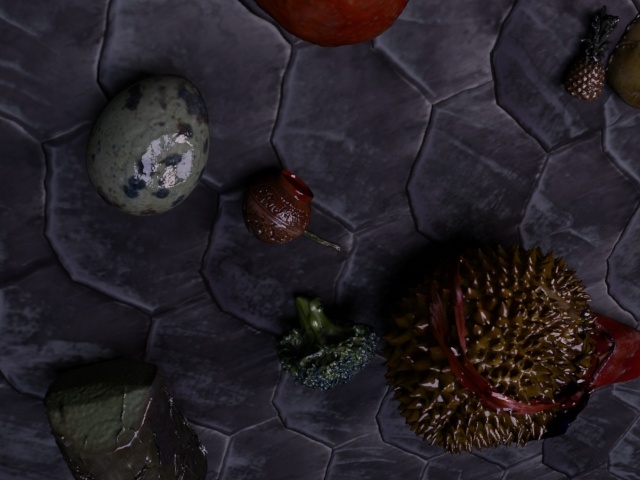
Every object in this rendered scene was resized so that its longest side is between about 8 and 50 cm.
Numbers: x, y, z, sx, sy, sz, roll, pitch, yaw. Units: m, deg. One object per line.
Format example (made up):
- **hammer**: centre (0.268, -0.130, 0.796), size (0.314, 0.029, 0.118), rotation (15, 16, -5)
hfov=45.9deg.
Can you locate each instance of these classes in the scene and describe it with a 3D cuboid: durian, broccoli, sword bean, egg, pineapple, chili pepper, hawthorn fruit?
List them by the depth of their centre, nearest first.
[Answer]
- **hawthorn fruit**: centre (0.000, -0.310, 0.765), size (0.205, 0.205, 0.253), rotation (-41, 160, 13)
- **egg**: centre (-0.202, -0.115, 0.909), size (0.141, 0.141, 0.182), rotation (22, 109, -32)
- **pineapple**: centre (0.389, -0.261, 1.066), size (0.058, 0.058, 0.124), rotation (1, 126, -21)
- **sword bean**: centre (0.000, 0.000, 1.157), size (0.083, 0.012, 0.012), rotation (26, 115, -35)
- **durian**: centre (0.269, 0.178, 1.203), size (0.347, 0.347, 0.384), rotation (11, 113, -27)
- **broccoli**: centre (0.004, 0.159, 1.211), size (0.154, 0.167, 0.160), rotation (-16, 93, -22)
- **chili pepper**: centre (0.576, 0.218, 1.489), size (0.252, 0.136, 0.144), rotation (6, 80, -36)

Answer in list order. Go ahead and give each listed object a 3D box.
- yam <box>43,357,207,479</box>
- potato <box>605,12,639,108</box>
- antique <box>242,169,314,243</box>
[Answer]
- **yam**: centre (-0.299, 0.312, 1.183), size (0.202, 0.201, 0.271), rotation (-17, 124, -8)
- **potato**: centre (0.516, -0.273, 1.088), size (0.164, 0.081, 0.200), rotation (30, 110, -34)
- **antique**: centre (-0.061, -0.042, 1.043), size (0.104, 0.104, 0.104), rotation (-10, 129, -13)
